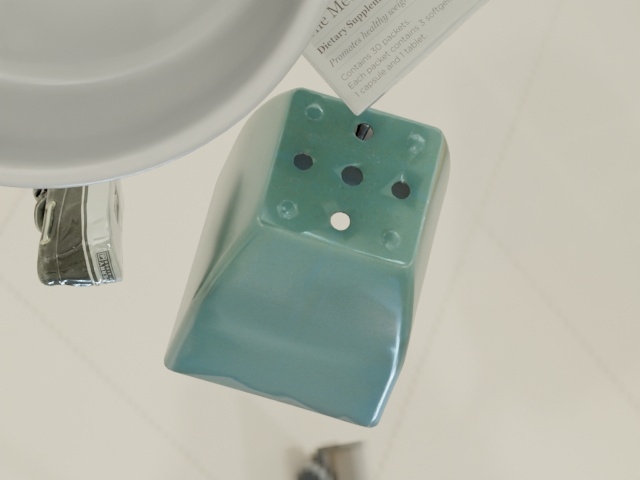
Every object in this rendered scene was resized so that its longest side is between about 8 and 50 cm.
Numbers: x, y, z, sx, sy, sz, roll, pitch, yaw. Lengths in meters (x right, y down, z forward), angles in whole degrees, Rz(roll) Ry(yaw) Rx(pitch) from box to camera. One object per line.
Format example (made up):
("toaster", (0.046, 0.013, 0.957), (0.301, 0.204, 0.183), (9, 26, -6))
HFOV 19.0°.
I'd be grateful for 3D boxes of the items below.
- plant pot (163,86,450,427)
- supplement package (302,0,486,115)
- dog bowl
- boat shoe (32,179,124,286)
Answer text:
("plant pot", (0.000, 0.000, 1.329), (0.166, 0.234, 0.165), (16, 66, -3))
("supplement package", (-0.006, -0.211, 1.141), (0.244, 0.139, 0.134), (48, 9, -1))
("dog bowl", (-0.122, -0.161, 0.822), (0.265, 0.265, 0.104), (53, 13, -24))
("boat shoe", (-0.198, -0.035, 1.541), (0.219, 0.070, 0.078), (-100, 180, -61))
